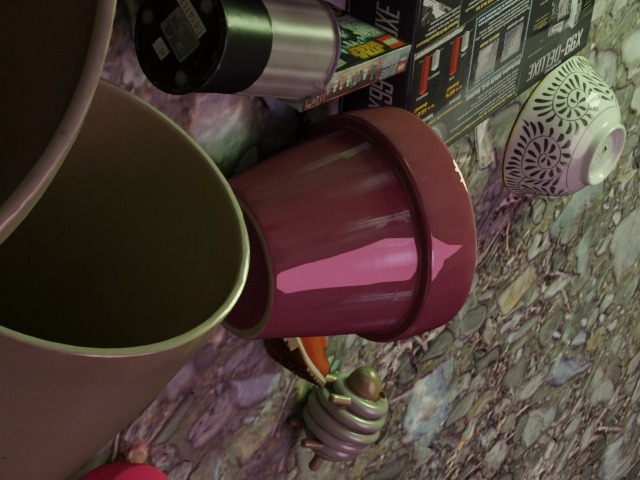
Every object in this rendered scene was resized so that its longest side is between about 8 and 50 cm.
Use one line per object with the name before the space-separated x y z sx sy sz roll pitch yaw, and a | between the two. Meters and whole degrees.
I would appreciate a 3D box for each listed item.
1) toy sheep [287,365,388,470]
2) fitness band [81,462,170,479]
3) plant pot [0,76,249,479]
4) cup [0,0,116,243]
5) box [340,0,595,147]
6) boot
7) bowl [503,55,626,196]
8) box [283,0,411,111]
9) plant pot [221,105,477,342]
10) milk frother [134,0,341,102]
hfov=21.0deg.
toy sheep | 0.020 0.180 1.752 0.091 0.091 0.132 -8 138 -56
fitness band | -0.164 0.336 1.495 0.209 0.054 0.291 -38 121 -62
plant pot | -0.214 0.063 1.111 0.256 0.256 0.274 -25 153 -47
cup | -0.262 -0.087 0.820 0.331 0.331 0.237 -51 176 -15
box | 0.146 -0.225 1.560 0.307 0.076 0.242 -37 145 -36
boot | -0.011 0.079 1.627 0.085 0.059 0.158 -54 152 -19
bowl | 0.281 -0.110 1.895 0.170 0.080 0.170 -39 146 -34
box | -0.005 -0.148 1.367 0.137 0.094 0.027 -26 139 -47
plant pot | 0.000 0.000 1.439 0.180 0.201 0.201 -15 132 -33
milk frother | -0.040 -0.171 1.210 0.134 0.143 0.129 -3 76 -54
